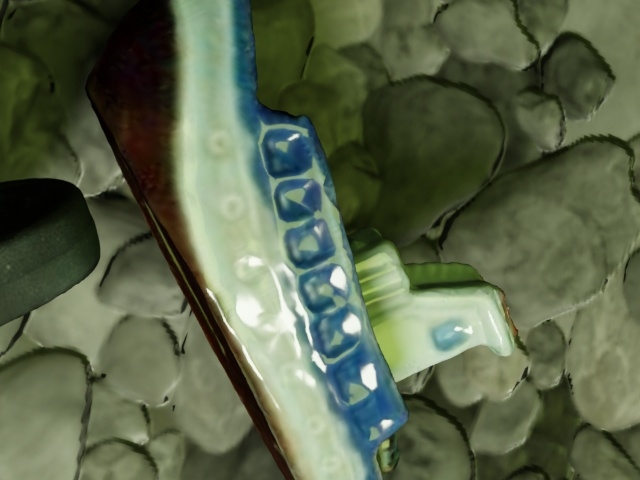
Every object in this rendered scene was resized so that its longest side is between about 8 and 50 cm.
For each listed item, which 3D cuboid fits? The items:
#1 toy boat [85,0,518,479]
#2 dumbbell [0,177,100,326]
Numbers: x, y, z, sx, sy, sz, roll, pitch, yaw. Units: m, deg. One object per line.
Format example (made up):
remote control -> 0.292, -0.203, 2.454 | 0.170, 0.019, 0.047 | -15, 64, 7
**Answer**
toy boat -> 0.000, 0.000, 0.633 | 0.115, 0.114, 0.262 | -29, 105, -9
dumbbell -> -0.165, -0.055, 0.527 | 0.143, 0.143, 0.325 | -21, 105, -24
